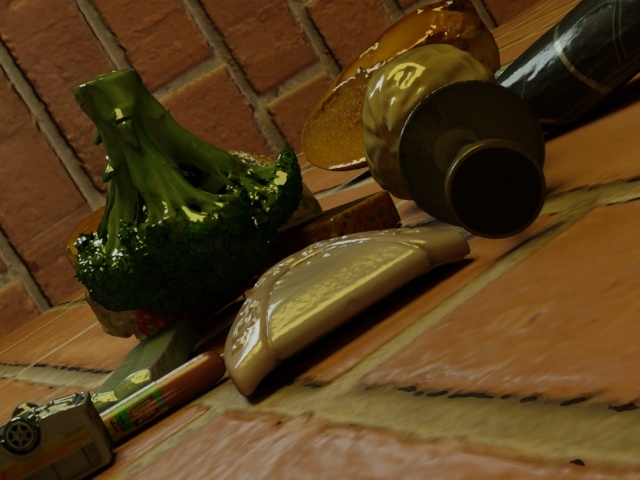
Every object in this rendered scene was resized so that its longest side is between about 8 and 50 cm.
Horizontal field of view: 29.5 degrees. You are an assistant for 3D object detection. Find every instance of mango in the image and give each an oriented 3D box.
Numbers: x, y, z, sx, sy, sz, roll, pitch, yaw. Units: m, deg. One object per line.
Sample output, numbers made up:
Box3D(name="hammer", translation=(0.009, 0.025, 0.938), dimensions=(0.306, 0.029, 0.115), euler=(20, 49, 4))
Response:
Box3D(name="mango", translation=(0.116, -0.215, 1.858), dimensions=(0.350, 0.201, 0.199), euler=(-36, -33, 28))

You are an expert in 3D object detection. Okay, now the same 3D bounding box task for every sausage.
Box3D(name="sausage", translation=(-0.171, 0.153, 1.018), dimensions=(0.223, 0.029, 0.029), euler=(-31, 7, -2))

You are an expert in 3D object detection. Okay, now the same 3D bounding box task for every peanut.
Box3D(name="peanut", translation=(0.104, -0.113, 1.213), dimensions=(0.147, 0.147, 0.305), euler=(-31, 0, 2))

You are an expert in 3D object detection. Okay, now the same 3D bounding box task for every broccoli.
Box3D(name="broccoli", translation=(-0.169, -0.051, 1.263), dimensions=(0.269, 0.269, 0.254), euler=(-26, 10, 36))

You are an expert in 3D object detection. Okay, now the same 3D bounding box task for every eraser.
Box3D(name="eraser", translation=(-0.011, 0.041, 1.001), dimensions=(0.204, 0.059, 0.243), euler=(-33, 12, -13))

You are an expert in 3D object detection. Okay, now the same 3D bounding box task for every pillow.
Box3D(name="pillow", translation=(0.292, -0.206, 1.216), dimensions=(0.335, 0.092, 0.161), euler=(-41, 1, 45))

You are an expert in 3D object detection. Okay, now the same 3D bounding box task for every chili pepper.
Box3D(name="chili pepper", translation=(-0.147, 0.069, 1.365), dimensions=(0.123, 0.070, 0.073), euler=(-32, 23, -28))

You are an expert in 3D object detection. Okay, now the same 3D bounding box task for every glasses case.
Box3D(name="glasses case", translation=(0.000, 0.000, 1.293), dimensions=(0.075, 0.049, 0.218), euler=(-28, 5, -27))

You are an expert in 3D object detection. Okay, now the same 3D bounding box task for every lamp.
Box3D(name="lamp", translation=(0.122, -0.065, 0.962), dimensions=(0.121, 0.121, 0.214), euler=(-30, 12, 6))

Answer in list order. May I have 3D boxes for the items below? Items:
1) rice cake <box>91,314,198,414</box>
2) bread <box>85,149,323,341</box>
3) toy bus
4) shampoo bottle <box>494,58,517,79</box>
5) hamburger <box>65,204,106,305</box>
Box3D(name="rice cake", translation=(-0.166, 0.126, 1.146), dimensions=(0.080, 0.042, 0.222), euler=(-34, 6, 8))
Box3D(name="bread", translation=(-0.139, -0.018, 1.516), dimensions=(0.314, 0.171, 0.192), euler=(-28, 12, 19))
Box3D(name="toy bus", translation=(-0.259, 0.187, 0.965), dimensions=(0.190, 0.075, 0.064), euler=(-30, 9, -4))
Box3D(name="shampoo bottle", translation=(0.343, -0.268, 1.729), dimensions=(0.212, 0.049, 0.072), euler=(-31, 11, -9))
Box3D(name="hamburger", translation=(-0.251, -0.010, 1.942), dimensions=(0.290, 0.170, 0.314), euler=(-21, 9, 24))
